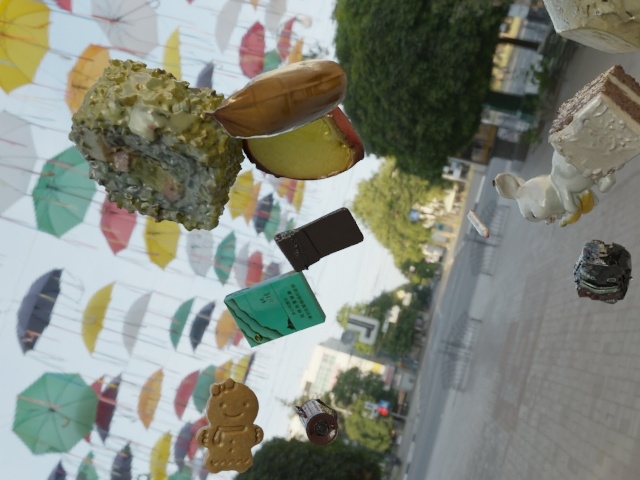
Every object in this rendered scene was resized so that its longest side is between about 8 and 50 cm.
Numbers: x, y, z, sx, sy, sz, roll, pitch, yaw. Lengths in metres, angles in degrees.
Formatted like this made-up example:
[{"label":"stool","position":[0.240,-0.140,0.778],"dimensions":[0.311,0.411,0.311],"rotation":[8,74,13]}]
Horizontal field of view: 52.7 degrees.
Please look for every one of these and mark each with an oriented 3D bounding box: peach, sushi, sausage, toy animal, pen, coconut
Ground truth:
[{"label":"peach","position":[-0.048,-0.303,1.731],"dimensions":[0.201,0.361,0.258],"rotation":[-74,0,-59]},{"label":"sushi","position":[-0.375,-0.231,1.530],"dimensions":[0.351,0.396,0.240],"rotation":[109,-179,-51]},{"label":"sausage","position":[-0.064,-0.225,1.038],"dimensions":[0.328,0.112,0.112],"rotation":[-36,-38,-53]},{"label":"toy animal","position":[0.665,-0.159,1.845],"dimensions":[0.182,0.247,0.310],"rotation":[-28,-12,-45]},{"label":"pen","position":[0.408,-0.040,1.669],"dimensions":[0.218,0.026,0.026],"rotation":[-83,5,-73]},{"label":"coconut","position":[0.651,-0.574,1.398],"dimensions":[0.352,0.352,0.353],"rotation":[16,-90,-79]}]

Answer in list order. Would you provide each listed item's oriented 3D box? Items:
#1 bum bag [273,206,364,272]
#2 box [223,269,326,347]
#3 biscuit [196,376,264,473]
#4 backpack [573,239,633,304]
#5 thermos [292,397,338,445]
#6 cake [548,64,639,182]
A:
[{"label":"bum bag","position":[0.000,0.000,1.256],"dimensions":[0.109,0.159,0.026],"rotation":[56,-165,-43]},{"label":"box","position":[-0.119,0.179,1.696],"dimensions":[0.161,0.226,0.042],"rotation":[64,-162,-19]},{"label":"biscuit","position":[-0.170,0.364,1.257],"dimensions":[0.027,0.133,0.184],"rotation":[6,79,69]},{"label":"backpack","position":[0.612,0.070,1.410],"dimensions":[0.165,0.119,0.106],"rotation":[49,-125,-53]},{"label":"thermos","position":[-0.018,0.527,1.921],"dimensions":[0.232,0.124,0.099],"rotation":[-177,108,-79]},{"label":"cake","position":[0.476,-0.190,1.081],"dimensions":[0.135,0.134,0.147],"rotation":[-46,11,47]}]
